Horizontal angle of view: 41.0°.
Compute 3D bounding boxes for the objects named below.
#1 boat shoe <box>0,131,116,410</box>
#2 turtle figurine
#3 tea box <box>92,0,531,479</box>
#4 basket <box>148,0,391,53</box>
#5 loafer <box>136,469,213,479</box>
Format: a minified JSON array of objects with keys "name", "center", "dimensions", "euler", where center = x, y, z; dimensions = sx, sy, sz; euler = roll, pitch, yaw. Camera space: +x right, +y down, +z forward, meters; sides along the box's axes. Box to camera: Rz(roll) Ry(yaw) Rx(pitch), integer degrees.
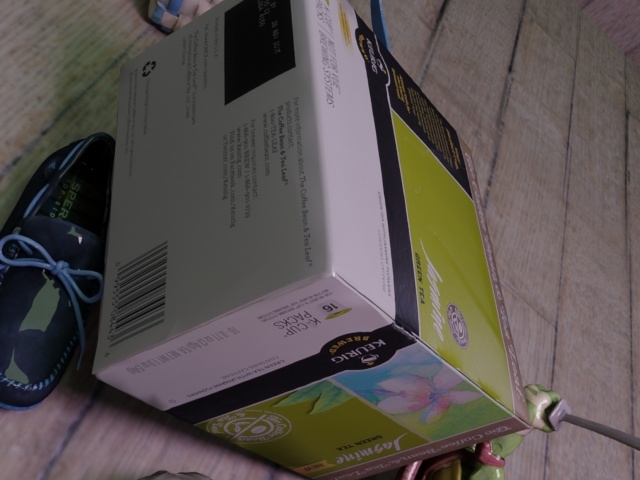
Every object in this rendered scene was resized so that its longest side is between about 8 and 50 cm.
[{"name":"boat shoe","center":[-0.223,0.007,0.695],"dimensions":[0.109,0.089,0.258],"euler":[23,46,-31]},{"name":"turtle figurine","center":[0.195,0.215,0.836],"dimensions":[0.198,0.275,0.266],"euler":[52,19,-33]},{"name":"tea box","center":[0.000,0.000,0.759],"dimensions":[0.323,0.220,0.329],"euler":[39,36,-43]},{"name":"basket","center":[-0.051,-0.318,1.040],"dimensions":[0.289,0.201,0.255],"euler":[16,48,-24]},{"name":"loafer","center":[-0.021,0.279,0.605],"dimensions":[0.319,0.112,0.111],"euler":[41,25,22]}]
